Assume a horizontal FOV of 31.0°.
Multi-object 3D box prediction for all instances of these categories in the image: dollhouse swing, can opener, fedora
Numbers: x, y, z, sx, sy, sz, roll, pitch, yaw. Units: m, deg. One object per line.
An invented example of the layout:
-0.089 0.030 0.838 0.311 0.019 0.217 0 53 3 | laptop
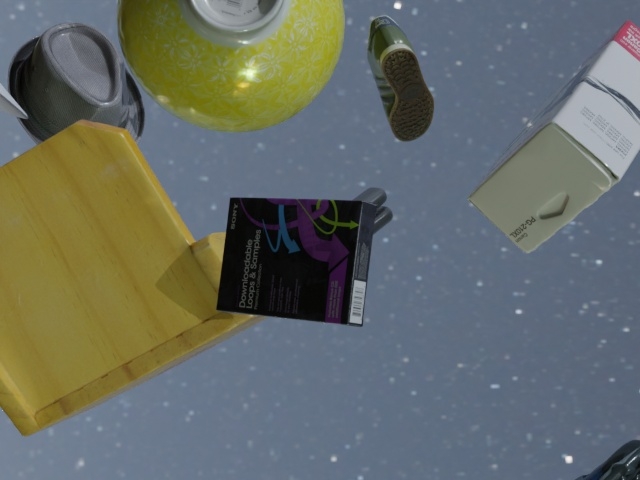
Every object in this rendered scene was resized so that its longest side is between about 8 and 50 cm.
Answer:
-0.274 0.035 1.502 0.347 0.315 0.305 -29 -94 12 | dollhouse swing
0.000 0.000 1.964 0.095 0.283 0.076 8 -54 47 | can opener
-0.422 -0.279 2.048 0.275 0.244 0.124 66 -33 18 | fedora

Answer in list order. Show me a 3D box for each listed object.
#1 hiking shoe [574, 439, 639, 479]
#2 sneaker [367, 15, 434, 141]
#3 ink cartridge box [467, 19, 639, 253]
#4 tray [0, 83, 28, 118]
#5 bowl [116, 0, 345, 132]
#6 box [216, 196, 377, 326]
0.287 0.343 1.413 0.304 0.113 0.132 -44 -145 -3 | hiking shoe
0.102 -0.217 1.513 0.192 0.064 0.086 68 1 -58 | sneaker
0.295 -0.119 1.326 0.100 0.237 0.172 42 -40 -1 | ink cartridge box
-0.535 -0.279 1.677 0.030 0.145 0.270 -43 -116 0 | tray
-0.106 -0.285 1.396 0.156 0.289 0.289 135 -44 -82 | bowl
-0.026 0.018 1.098 0.162 0.029 0.116 2 -97 38 | box
